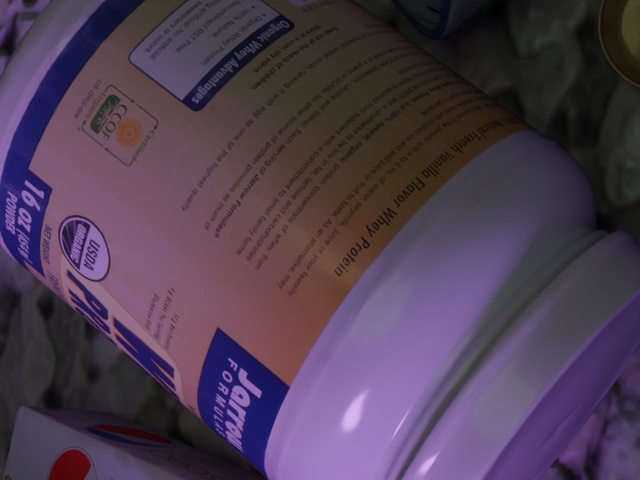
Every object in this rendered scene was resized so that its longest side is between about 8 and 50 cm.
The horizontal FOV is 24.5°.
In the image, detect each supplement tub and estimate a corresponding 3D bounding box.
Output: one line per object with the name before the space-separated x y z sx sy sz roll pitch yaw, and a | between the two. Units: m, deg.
supplement tub | 0.000 0.000 0.777 0.316 0.228 0.228 38 99 19

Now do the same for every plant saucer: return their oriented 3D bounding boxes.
plant saucer | 0.198 -0.122 0.827 0.083 0.015 0.083 -2 85 21

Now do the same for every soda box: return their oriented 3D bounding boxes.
soda box | -0.094 0.153 0.839 0.216 0.074 0.069 12 90 47

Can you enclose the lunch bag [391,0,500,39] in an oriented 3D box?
lunch bag | 0.025 -0.270 0.797 0.115 0.243 0.303 -31 72 -15
